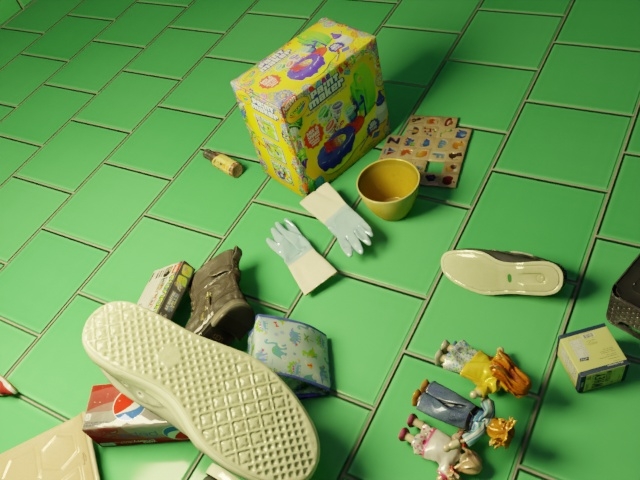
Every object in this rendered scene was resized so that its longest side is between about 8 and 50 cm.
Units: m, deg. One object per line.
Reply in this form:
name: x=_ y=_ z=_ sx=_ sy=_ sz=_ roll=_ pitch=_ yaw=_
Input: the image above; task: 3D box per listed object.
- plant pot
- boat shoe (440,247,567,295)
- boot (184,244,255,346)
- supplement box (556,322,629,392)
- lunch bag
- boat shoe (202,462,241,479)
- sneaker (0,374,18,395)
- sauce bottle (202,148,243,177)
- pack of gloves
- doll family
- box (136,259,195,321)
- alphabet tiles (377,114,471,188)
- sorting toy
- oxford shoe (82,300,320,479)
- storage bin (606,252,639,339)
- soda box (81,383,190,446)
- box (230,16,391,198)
plant pot: x=0.152 y=-0.097 z=1.379 sx=0.134 sy=0.095 sz=0.134 roll=-8 pitch=48 yaw=9
boat shoe: x=0.347 y=0.059 z=1.219 sx=0.233 sy=0.084 sz=0.079 roll=7 pitch=14 yaw=29
boot: x=-0.238 y=0.148 z=1.285 sx=0.263 sy=0.091 sz=0.229 roll=-40 pitch=33 yaw=5
supplement box: x=0.453 y=0.196 z=1.067 sx=0.083 sy=0.056 sz=0.083 roll=-16 pitch=48 yaw=1
lunch bag: x=-0.056 y=0.217 z=1.167 sx=0.151 sy=0.096 sz=0.129 roll=10 pitch=47 yaw=-15
boat shoe: x=-0.079 y=0.460 z=0.938 sx=0.340 sy=0.127 sz=0.113 roll=24 pitch=61 yaw=33
sneaker: x=-0.668 y=0.303 z=1.293 sx=0.118 sy=0.042 sz=0.067 roll=15 pitch=51 yaw=35
sauce bottle: x=-0.250 y=-0.198 z=1.616 sx=0.128 sy=0.042 sz=0.042 roll=29 pitch=62 yaw=36
pack of gloves: x=0.000 y=0.000 z=1.387 sx=0.195 sy=0.046 sz=0.232 roll=-38 pitch=47 yaw=-3
doll family: x=0.244 y=0.257 z=1.030 sx=0.163 sy=0.118 sz=0.263 roll=21 pitch=58 yaw=29
box: x=-0.342 y=0.142 z=1.316 sx=0.114 sy=0.036 sz=0.207 roll=-17 pitch=40 yaw=40
alphabet tiles: x=0.246 y=-0.217 z=1.517 sx=0.198 sy=0.009 sz=0.237 roll=7 pitch=52 yaw=21
sorting toy: x=-0.491 y=0.433 z=1.140 sx=0.208 sy=0.038 sz=0.193 roll=-29 pitch=48 yaw=-4
oxford shoe: x=-0.195 y=0.252 z=1.050 sx=0.449 sy=0.130 sz=0.169 roll=28 pitch=55 yaw=15
storage bin: x=0.597 y=0.085 z=1.106 sx=0.180 sy=0.084 sz=0.122 roll=-42 pitch=52 yaw=-20
soda box: x=-0.285 y=0.308 z=1.155 sx=0.263 sy=0.083 sz=0.092 roll=-6 pitch=50 yaw=9
box: x=-0.011 y=-0.305 z=1.482 sx=0.290 sy=0.279 sz=0.177 roll=-41 pitch=52 yaw=-19
